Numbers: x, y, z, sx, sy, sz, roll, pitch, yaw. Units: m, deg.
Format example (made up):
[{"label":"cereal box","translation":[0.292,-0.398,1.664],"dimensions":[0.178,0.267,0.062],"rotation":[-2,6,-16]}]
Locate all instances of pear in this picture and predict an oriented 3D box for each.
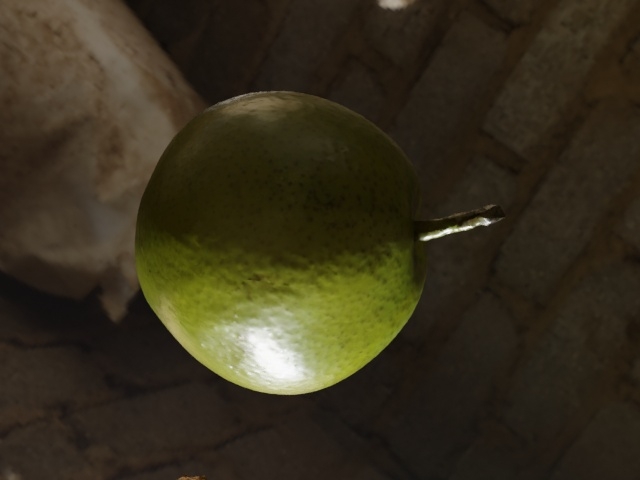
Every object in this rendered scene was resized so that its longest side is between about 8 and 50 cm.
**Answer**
[{"label":"pear","translation":[0.000,0.000,0.713],"dimensions":[0.166,0.216,0.180],"rotation":[-80,164,-57]}]

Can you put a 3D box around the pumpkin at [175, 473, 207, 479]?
[{"label":"pumpkin","translation":[-0.129,0.261,1.106],"dimensions":[0.074,0.054,0.083],"rotation":[-25,122,-32]}]
